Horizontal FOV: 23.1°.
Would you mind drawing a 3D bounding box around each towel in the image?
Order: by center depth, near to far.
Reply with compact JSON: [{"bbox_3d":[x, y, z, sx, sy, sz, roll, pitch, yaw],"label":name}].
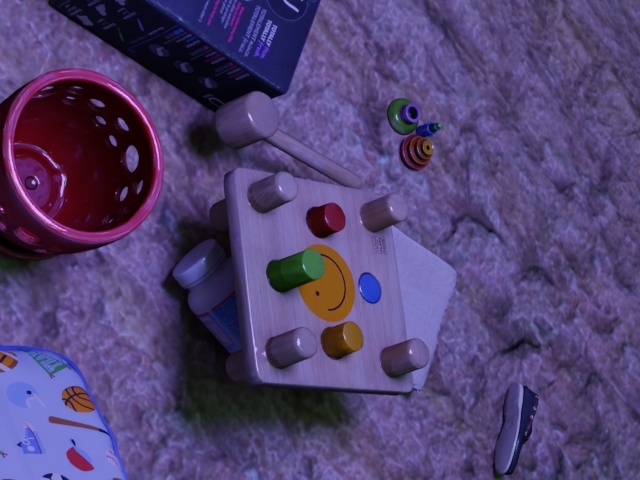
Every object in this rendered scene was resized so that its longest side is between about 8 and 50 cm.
[{"bbox_3d":[0.051,0.059,2.018,0.282,0.049,0.187,34,63,-28],"label":"towel"}]

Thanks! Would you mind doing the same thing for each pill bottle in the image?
[{"bbox_3d":[-0.101,0.078,1.870,0.160,0.087,0.087,51,55,-18],"label":"pill bottle"}]

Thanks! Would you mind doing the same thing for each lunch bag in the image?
[{"bbox_3d":[-0.327,0.226,1.568,0.243,0.115,0.303,4,38,-38],"label":"lunch bag"}]

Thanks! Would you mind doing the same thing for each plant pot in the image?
[{"bbox_3d":[-0.293,-0.075,1.700,0.191,0.174,0.191,9,75,-36],"label":"plant pot"}]

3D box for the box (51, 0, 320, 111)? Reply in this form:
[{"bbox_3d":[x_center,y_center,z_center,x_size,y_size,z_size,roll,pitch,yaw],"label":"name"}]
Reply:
[{"bbox_3d":[-0.155,-0.293,1.875,0.270,0.143,0.165,33,64,-28],"label":"box"}]

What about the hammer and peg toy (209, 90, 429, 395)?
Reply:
[{"bbox_3d":[0.000,0.000,1.844,0.266,0.127,0.361,10,66,-43],"label":"hammer and peg toy"}]

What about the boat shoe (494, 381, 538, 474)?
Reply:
[{"bbox_3d":[0.269,0.260,2.137,0.042,0.049,0.133,27,60,-21],"label":"boat shoe"}]

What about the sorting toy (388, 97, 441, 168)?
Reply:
[{"bbox_3d":[0.133,-0.149,2.130,0.061,0.042,0.102,-15,89,-39],"label":"sorting toy"}]
